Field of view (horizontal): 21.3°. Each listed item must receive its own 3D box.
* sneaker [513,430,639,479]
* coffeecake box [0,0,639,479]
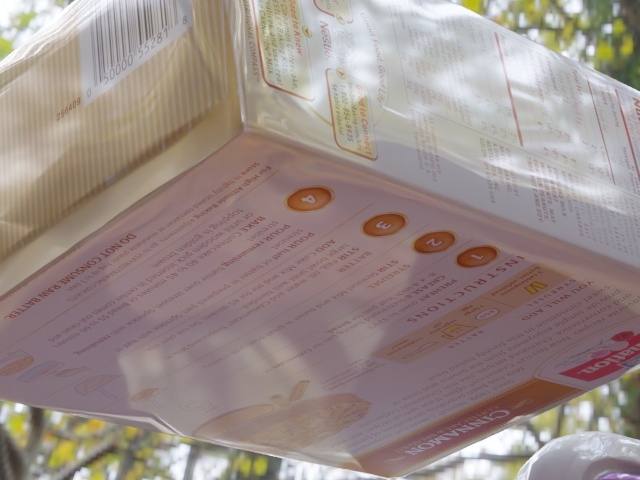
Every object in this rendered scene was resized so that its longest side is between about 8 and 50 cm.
[{"bbox_3d":[0.071,0.181,0.606,0.152,0.114,0.305,22,-43,34],"label":"sneaker"},{"bbox_3d":[0.000,0.000,0.458,0.185,0.068,0.142,18,-37,-40],"label":"coffeecake box"}]
